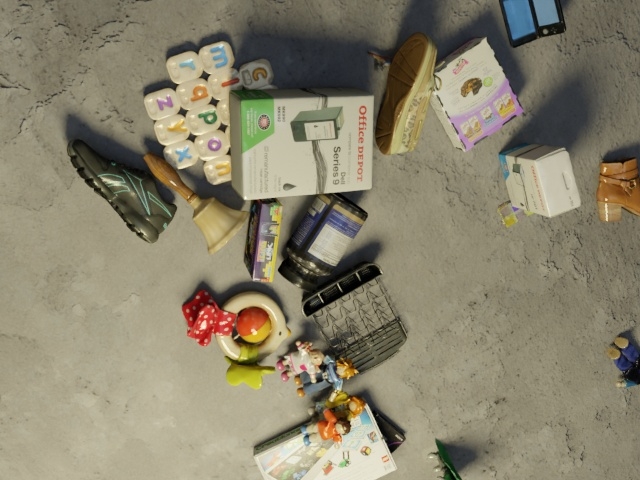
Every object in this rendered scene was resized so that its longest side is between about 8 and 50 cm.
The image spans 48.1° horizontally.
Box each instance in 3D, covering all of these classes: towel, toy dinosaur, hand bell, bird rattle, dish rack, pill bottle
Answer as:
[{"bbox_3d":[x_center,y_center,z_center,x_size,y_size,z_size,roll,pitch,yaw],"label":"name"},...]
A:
[{"bbox_3d":[0.477,-0.073,1.753,0.083,0.009,0.060,-27,109,-4],"label":"towel"},{"bbox_3d":[0.161,-0.393,1.575,0.082,0.047,0.090,-31,100,-23],"label":"toy dinosaur"},{"bbox_3d":[-0.278,-0.097,1.523,0.126,0.126,0.242,-44,104,2],"label":"hand bell"},{"bbox_3d":[-0.185,0.204,1.645,0.207,0.143,0.254,-37,97,-13],"label":"bird rattle"},{"bbox_3d":[0.091,0.196,1.706,0.208,0.074,0.272,-29,110,-3],"label":"dish rack"},{"bbox_3d":[0.000,0.000,1.603,0.122,0.123,0.219,31,97,-19],"label":"pill bottle"}]

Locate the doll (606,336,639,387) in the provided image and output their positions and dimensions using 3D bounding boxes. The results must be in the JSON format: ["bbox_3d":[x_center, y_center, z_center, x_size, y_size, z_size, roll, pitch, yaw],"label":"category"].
[{"bbox_3d":[0.841,0.343,1.936,0.189,0.046,0.129,42,84,-26],"label":"doll"}]

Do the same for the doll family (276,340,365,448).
[{"bbox_3d":[0.019,0.348,1.683,0.163,0.118,0.263,-26,82,37],"label":"doll family"}]

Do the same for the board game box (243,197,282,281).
[{"bbox_3d":[-0.127,-0.011,1.561,0.048,0.141,0.170,5,104,-15],"label":"board game box"}]

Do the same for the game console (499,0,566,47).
[{"bbox_3d":[0.474,-0.505,1.600,0.071,0.107,0.122,-34,113,-32],"label":"game console"}]

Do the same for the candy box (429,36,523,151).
[{"bbox_3d":[0.337,-0.330,1.616,0.164,0.070,0.196,-34,111,-2],"label":"candy box"}]

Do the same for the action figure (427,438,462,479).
[{"bbox_3d":[0.335,0.616,1.797,0.063,0.232,0.137,-26,109,-4],"label":"action figure"}]

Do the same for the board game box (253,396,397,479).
[{"bbox_3d":[0.012,0.540,1.772,0.305,0.053,0.193,-24,100,-1],"label":"board game box"}]

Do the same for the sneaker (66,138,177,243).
[{"bbox_3d":[-0.415,-0.118,1.503,0.106,0.101,0.267,-47,114,-16],"label":"sneaker"}]

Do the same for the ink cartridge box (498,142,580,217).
[{"bbox_3d":[0.496,-0.141,1.637,0.082,0.191,0.140,-21,103,-5],"label":"ink cartridge box"}]

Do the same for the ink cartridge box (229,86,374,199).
[{"bbox_3d":[-0.039,-0.210,1.516,0.289,0.121,0.211,-7,110,-18],"label":"ink cartridge box"}]

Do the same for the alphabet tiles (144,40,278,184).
[{"bbox_3d":[-0.218,-0.269,1.530,0.277,0.021,0.284,-20,109,-7],"label":"alphabet tiles"}]

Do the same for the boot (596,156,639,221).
[{"bbox_3d":[0.779,-0.132,1.776,0.197,0.073,0.153,-8,103,-13],"label":"boot"}]

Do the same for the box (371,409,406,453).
[{"bbox_3d":[0.124,0.526,1.830,0.116,0.029,0.162,42,92,-20],"label":"box"}]

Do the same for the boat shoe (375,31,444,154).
[{"bbox_3d":[0.197,-0.314,1.549,0.089,0.105,0.285,-5,136,-24],"label":"boat shoe"}]
